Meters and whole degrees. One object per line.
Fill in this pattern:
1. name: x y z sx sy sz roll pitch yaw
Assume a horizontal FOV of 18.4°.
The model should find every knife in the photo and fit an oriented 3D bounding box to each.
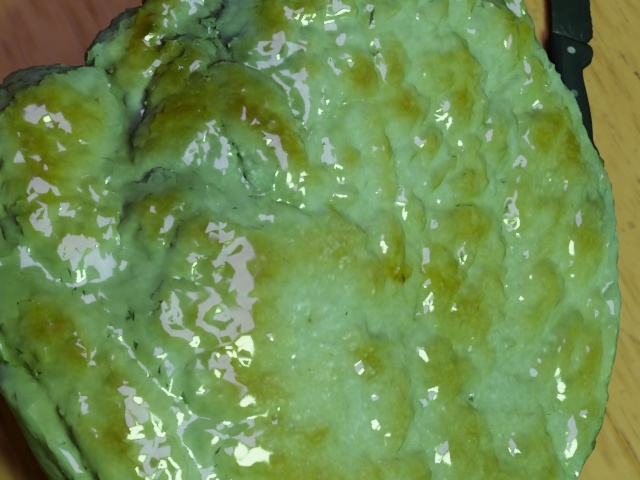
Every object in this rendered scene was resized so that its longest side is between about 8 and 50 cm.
1. knife: 0.111 -0.102 0.880 0.023 0.010 0.170 11 59 -21

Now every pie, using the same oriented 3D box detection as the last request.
1. pie: 0.004 0.008 0.716 0.257 0.105 0.274 49 54 -8
